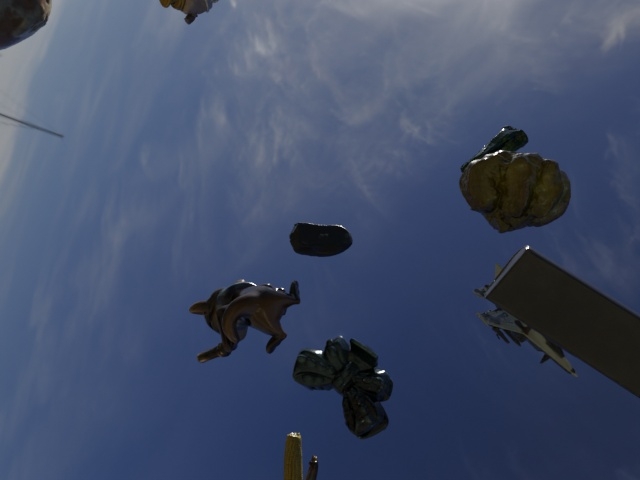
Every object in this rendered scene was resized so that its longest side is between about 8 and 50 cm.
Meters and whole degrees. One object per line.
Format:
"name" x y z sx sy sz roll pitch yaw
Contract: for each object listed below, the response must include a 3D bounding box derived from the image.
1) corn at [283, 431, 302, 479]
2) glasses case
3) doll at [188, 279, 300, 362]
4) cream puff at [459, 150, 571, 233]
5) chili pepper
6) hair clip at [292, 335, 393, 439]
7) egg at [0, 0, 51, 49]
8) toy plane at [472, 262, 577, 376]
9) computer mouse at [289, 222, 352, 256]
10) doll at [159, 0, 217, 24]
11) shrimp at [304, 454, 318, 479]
"corn" -0.092 0.758 1.562 0.067 0.067 0.206 -13 -110 42
"glasses case" 0.270 0.084 0.474 0.190 0.042 0.072 34 -82 10
"doll" -0.234 0.238 1.423 0.339 0.209 0.318 -8 -155 48
"cream puff" 0.467 -0.121 1.121 0.244 0.244 0.196 -9 -89 44
"chili pepper" 0.470 -0.244 1.294 0.227 0.059 0.088 -32 -134 -18
"hair clip" 0.082 0.398 1.325 0.310 0.194 0.206 35 -101 30
"egg" -0.466 -0.330 0.566 0.203 0.245 0.203 -172 -90 -70
"toy plane" 0.373 0.157 0.860 0.234 0.160 0.082 63 -33 26
"computer mouse" 0.000 0.000 1.592 0.073 0.217 0.122 108 -17 -49
"doll" -0.258 -0.481 0.937 0.073 0.127 0.084 32 -53 36
"shrimp" -0.015 0.482 0.887 0.025 0.091 0.127 -7 -129 23
